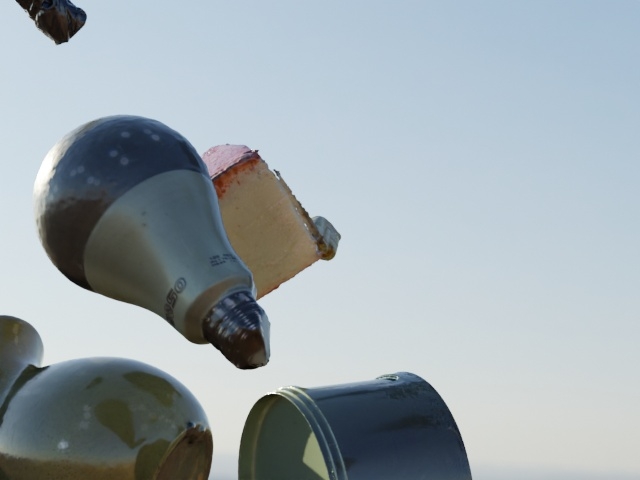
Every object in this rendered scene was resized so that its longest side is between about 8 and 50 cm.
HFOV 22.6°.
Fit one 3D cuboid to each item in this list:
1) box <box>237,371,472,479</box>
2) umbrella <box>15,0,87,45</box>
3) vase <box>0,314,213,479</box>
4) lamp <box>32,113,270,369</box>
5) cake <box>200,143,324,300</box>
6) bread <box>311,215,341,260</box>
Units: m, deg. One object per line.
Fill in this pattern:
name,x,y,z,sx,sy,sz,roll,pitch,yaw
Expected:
box,0.031,0.248,1.572,0.149,0.226,0.226,-4,-4,-27
umbrella,-0.354,-0.319,1.821,0.224,0.071,0.080,44,-6,-26
vase,-0.308,0.258,1.786,0.302,0.329,0.241,20,-41,20
lamp,-0.153,-0.009,1.536,0.182,0.182,0.314,10,15,-43
cake,-0.121,-0.010,1.918,0.160,0.158,0.262,-37,12,-10
bread,0.000,0.000,1.990,0.049,0.033,0.088,38,19,-11
